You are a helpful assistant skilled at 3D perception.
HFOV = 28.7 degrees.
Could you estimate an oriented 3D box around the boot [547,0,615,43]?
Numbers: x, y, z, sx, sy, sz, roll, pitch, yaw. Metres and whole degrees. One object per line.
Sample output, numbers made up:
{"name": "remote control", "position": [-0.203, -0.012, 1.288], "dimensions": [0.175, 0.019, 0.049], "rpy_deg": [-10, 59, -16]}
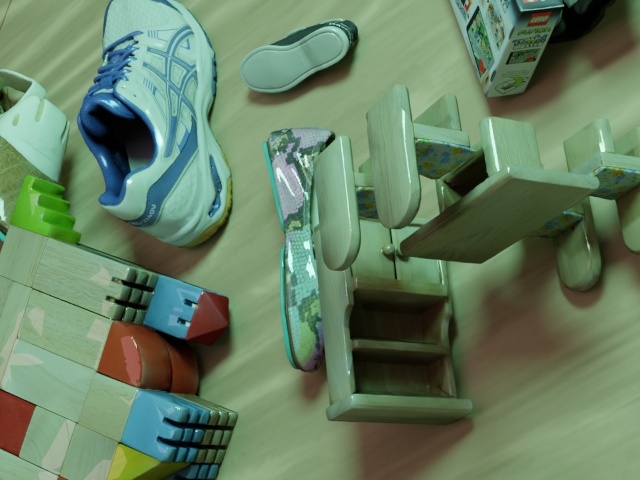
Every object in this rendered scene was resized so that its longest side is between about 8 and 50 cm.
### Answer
{"name": "boot", "position": [0.209, -0.264, 0.923], "dimensions": [0.246, 0.083, 0.161], "rpy_deg": [112, 149, -62]}

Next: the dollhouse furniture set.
{"name": "dollhouse furniture set", "position": [0.099, 0.024, 0.903], "dimensions": [0.242, 0.212, 0.161], "rpy_deg": [-39, 51, 54]}

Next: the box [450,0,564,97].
{"name": "box", "position": [0.132, -0.232, 1.012], "dimensions": [0.114, 0.036, 0.207], "rpy_deg": [106, 152, -61]}

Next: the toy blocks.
{"name": "toy blocks", "position": [-0.200, 0.162, 1.126], "dimensions": [0.261, 0.191, 0.381], "rpy_deg": [17, 88, 27]}

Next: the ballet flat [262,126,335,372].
{"name": "ballet flat", "position": [0.000, 0.000, 1.073], "dimensions": [0.079, 0.077, 0.221], "rpy_deg": [-12, 68, 13]}

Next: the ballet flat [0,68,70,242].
{"name": "ballet flat", "position": [-0.329, -0.110, 1.312], "dimensions": [0.124, 0.116, 0.342], "rpy_deg": [-46, 38, 0]}

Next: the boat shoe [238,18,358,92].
{"name": "boat shoe", "position": [-0.020, -0.172, 1.152], "dimensions": [0.125, 0.038, 0.046], "rpy_deg": [-20, 107, 37]}

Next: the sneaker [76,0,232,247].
{"name": "sneaker", "position": [-0.171, -0.139, 1.199], "dimensions": [0.112, 0.131, 0.296], "rpy_deg": [-35, 57, 27]}
